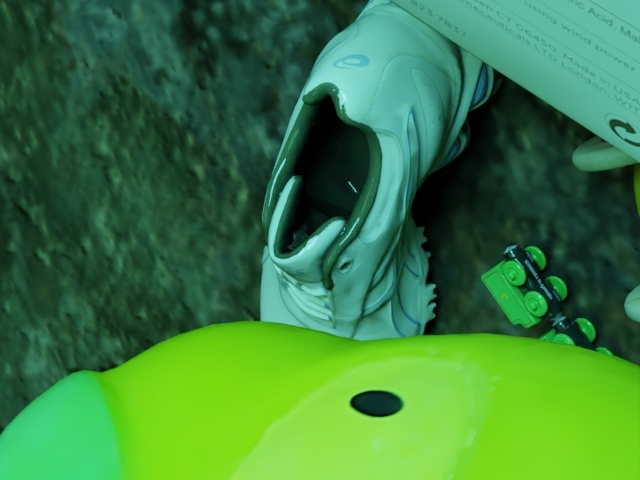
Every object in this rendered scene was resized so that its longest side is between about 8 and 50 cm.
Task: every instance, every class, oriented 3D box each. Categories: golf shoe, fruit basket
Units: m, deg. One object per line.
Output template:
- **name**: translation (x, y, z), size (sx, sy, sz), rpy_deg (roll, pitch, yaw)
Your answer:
- **golf shoe**: translation (0.000, 0.000, 0.668), size (0.069, 0.086, 0.176), rpy_deg (27, 125, 22)
- **fruit basket**: translation (0.099, 0.129, 0.421), size (0.392, 0.392, 0.283), rpy_deg (59, 157, 0)

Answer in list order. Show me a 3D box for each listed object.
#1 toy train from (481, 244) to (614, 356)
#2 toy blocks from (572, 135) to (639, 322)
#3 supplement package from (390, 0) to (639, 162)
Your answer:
- **toy train**: translation (0.084, 0.039, 0.668), size (0.083, 0.017, 0.024), rpy_deg (56, 140, 2)
- **toy blocks**: translation (0.121, -0.057, 0.574), size (0.123, 0.054, 0.148), rpy_deg (-13, 101, 40)
- **supplement package**: translation (0.086, -0.162, 0.385), size (0.175, 0.177, 0.293), rpy_deg (36, 164, 19)
